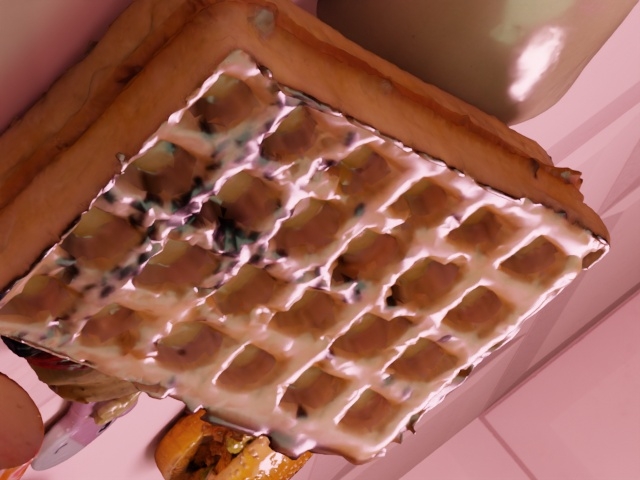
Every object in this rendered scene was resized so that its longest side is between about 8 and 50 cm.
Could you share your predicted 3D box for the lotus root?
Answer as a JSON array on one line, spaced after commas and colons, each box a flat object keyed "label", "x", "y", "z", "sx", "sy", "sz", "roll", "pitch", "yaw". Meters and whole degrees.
[{"label": "lotus root", "x": -0.132, "y": 0.063, "z": 1.483, "sx": 0.183, "sy": 0.077, "sz": 0.090, "roll": -22, "pitch": 145, "yaw": 16}]

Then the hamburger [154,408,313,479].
[{"label": "hamburger", "x": -0.086, "y": 0.222, "z": 2.129, "sx": 0.191, "sy": 0.118, "sz": 0.182, "roll": -43, "pitch": 164, "yaw": 30}]

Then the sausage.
[{"label": "sausage", "x": -0.309, "y": 0.217, "z": 1.540, "sx": 0.093, "sy": 0.093, "sz": 0.312, "roll": -27, "pitch": 161, "yaw": -45}]

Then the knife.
[{"label": "knife", "x": -0.162, "y": 0.094, "z": 1.665, "sx": 0.132, "sy": 0.038, "sz": 0.399, "roll": -35, "pitch": 166, "yaw": -31}]

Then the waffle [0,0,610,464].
[{"label": "waffle", "x": -0.018, "y": -0.006, "z": 1.230, "sx": 0.261, "sy": 0.114, "sz": 0.376, "roll": -40, "pitch": 139, "yaw": 21}]

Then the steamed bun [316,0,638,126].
[{"label": "steamed bun", "x": 0.130, "y": -0.180, "z": 1.321, "sx": 0.250, "sy": 0.155, "sz": 0.200, "roll": -28, "pitch": 163, "yaw": -48}]

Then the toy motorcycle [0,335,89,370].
[{"label": "toy motorcycle", "x": -0.137, "y": 0.022, "z": 1.399, "sx": 0.213, "sy": 0.082, "sz": 0.122, "roll": -39, "pitch": 170, "yaw": -25}]
